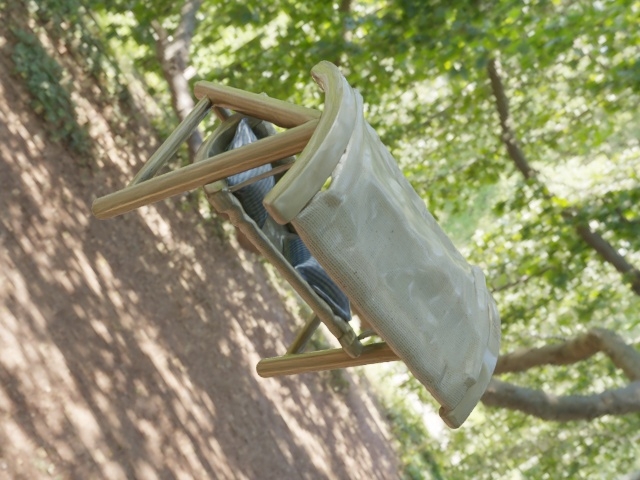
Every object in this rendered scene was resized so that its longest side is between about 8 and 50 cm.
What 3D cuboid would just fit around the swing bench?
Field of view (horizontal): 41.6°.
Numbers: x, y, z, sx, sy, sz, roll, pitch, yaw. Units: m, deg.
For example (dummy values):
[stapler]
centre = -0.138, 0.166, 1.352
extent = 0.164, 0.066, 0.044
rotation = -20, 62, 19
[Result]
[swing bench]
centre = 0.000, 0.000, 0.698
extent = 0.254, 0.165, 0.253
rotation = 3, -40, 47
